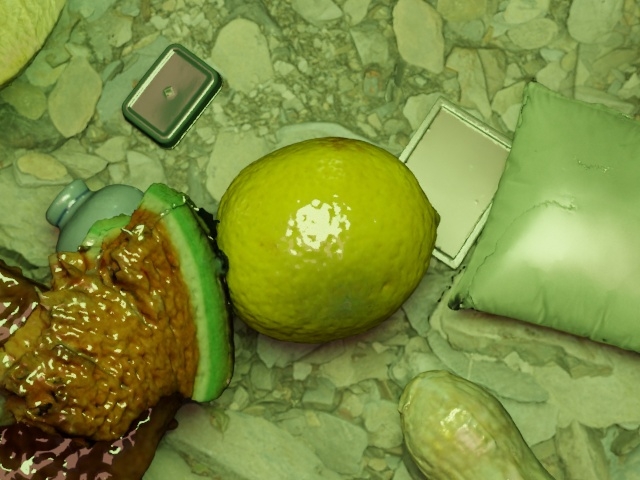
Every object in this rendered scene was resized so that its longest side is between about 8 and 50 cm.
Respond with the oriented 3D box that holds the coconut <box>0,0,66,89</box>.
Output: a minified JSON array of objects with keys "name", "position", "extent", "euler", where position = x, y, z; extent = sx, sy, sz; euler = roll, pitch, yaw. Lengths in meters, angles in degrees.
[{"name":"coconut","position":[-0.488,-0.316,1.382],"extent":[0.405,0.404,0.404],"euler":[0,82,2]}]

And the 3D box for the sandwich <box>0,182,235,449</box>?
[{"name":"sandwich","position":[-0.238,0.101,1.235],"extent":[0.301,0.162,0.250],"euler":[-35,121,-38]}]

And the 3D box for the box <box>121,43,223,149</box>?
[{"name":"box","position":[-0.195,-0.190,1.498],"extent":[0.091,0.031,0.126],"euler":[38,87,7]}]

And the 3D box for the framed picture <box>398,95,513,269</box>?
[{"name":"framed picture","position":[0.164,-0.075,1.477],"extent":[0.142,0.011,0.183],"euler":[33,85,6]}]

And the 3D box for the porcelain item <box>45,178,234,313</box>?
[{"name":"porcelain item","position":[-0.223,0.028,1.423],"extent":[0.259,0.141,0.141],"euler":[39,86,-1]}]

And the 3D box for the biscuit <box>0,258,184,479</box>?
[{"name":"biscuit","position":[-0.379,0.210,1.354],"extent":[0.395,0.166,0.342],"euler":[26,83,-7]}]

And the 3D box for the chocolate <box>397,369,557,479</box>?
[{"name":"chocolate","position":[0.209,0.285,1.366],"extent":[0.134,0.134,0.309],"euler":[-38,81,-3]}]

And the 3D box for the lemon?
[{"name":"lemon","position":[0.000,-0.001,1.357],"extent":[0.267,0.267,0.267],"euler":[0,82,2]}]

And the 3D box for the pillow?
[{"name":"pillow","position":[0.349,-0.018,1.405],"extent":[0.310,0.119,0.312],"euler":[18,80,6]}]
